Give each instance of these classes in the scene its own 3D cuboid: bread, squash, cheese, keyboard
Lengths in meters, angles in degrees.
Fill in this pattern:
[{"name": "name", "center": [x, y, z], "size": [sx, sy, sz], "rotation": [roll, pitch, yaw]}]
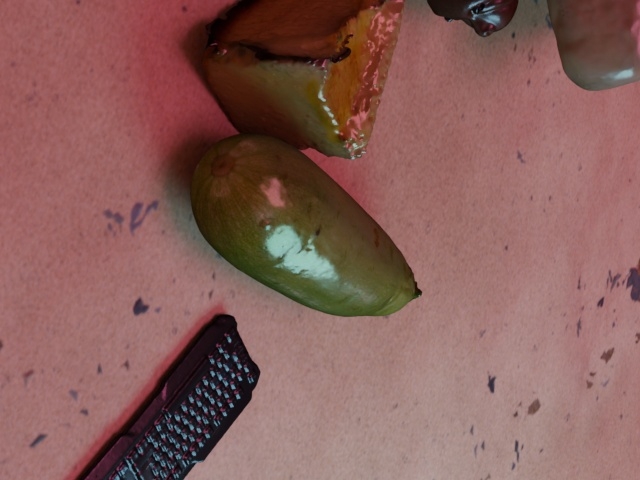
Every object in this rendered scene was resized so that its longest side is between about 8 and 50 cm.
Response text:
[{"name": "bread", "center": [-0.015, -0.172, 1.556], "size": [0.160, 0.140, 0.169], "rotation": [32, 71, -65]}, {"name": "squash", "center": [-0.004, 0.006, 1.661], "size": [0.370, 0.118, 0.118], "rotation": [39, 70, -57]}, {"name": "cheese", "center": [0.296, -0.348, 1.908], "size": [0.328, 0.129, 0.351], "rotation": [-32, 108, -68]}, {"name": "keyboard", "center": [-0.141, 0.185, 1.615], "size": [0.262, 0.016, 0.106], "rotation": [-51, 138, -30]}]

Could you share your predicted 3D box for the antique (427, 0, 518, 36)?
[{"name": "antique", "center": [0.145, -0.325, 1.740], "size": [0.143, 0.121, 0.257], "rotation": [-25, 122, -34]}]
